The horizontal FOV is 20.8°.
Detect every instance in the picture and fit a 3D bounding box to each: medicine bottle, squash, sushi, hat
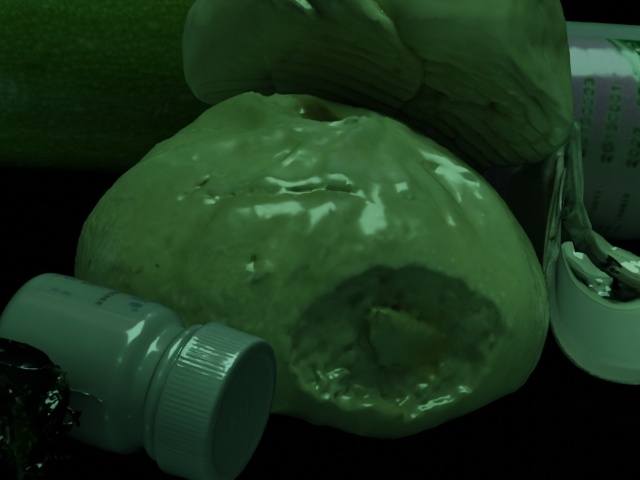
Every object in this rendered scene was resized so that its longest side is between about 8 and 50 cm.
[{"bbox_3d":[0.200,-0.108,1.672,0.325,0.212,0.212,4,19,-4],"label":"medicine bottle"},{"bbox_3d":[-0.193,-0.192,1.694,0.384,0.263,0.263,3,20,-19],"label":"squash"},{"bbox_3d":[-0.192,0.107,1.087,0.084,0.083,0.056,15,19,22],"label":"sushi"},{"bbox_3d":[0.219,0.032,1.479,0.164,0.219,0.226,-20,28,48],"label":"hat"},{"bbox_3d":[-0.124,0.089,1.139,0.168,0.105,0.105,16,20,21],"label":"medicine bottle"}]

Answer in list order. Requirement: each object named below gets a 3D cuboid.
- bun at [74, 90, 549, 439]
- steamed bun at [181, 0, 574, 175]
[{"bbox_3d":[-0.002,-0.004,1.322,0.364,0.202,0.364,9,16,-3],"label":"bun"},{"bbox_3d":[0.056,-0.185,1.447,0.289,0.203,0.276,-9,-38,36],"label":"steamed bun"}]
